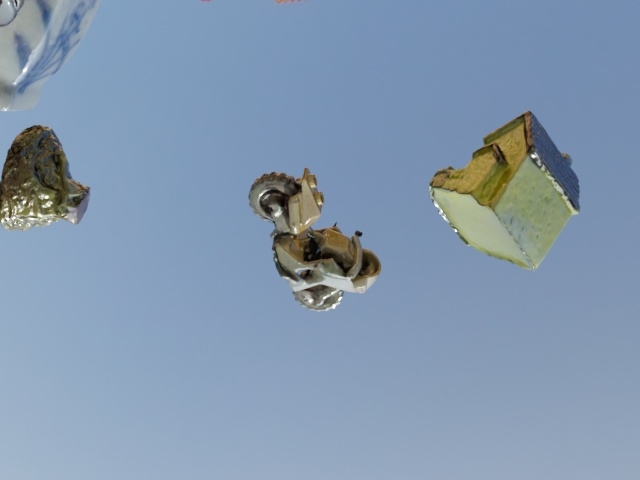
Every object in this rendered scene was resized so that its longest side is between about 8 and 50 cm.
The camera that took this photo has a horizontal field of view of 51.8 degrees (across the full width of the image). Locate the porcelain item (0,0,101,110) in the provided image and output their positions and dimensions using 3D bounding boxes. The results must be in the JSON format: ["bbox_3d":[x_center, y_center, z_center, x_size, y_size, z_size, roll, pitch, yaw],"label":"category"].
[{"bbox_3d":[-0.497,-0.431,1.131,0.178,0.242,0.405,30,-78,-6],"label":"porcelain item"}]

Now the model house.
[{"bbox_3d":[0.318,-0.099,1.101,0.211,0.194,0.170,-51,-151,-8],"label":"model house"}]

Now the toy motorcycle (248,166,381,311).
[{"bbox_3d":[0.000,0.000,0.850,0.129,0.229,0.094,-9,-142,19],"label":"toy motorcycle"}]

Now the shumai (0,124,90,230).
[{"bbox_3d":[-0.305,-0.063,0.746,0.087,0.099,0.124,14,-82,-6],"label":"shumai"}]

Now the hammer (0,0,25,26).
[{"bbox_3d":[-0.586,-0.414,0.882,0.408,0.095,0.242,2,-119,-5],"label":"hammer"}]
